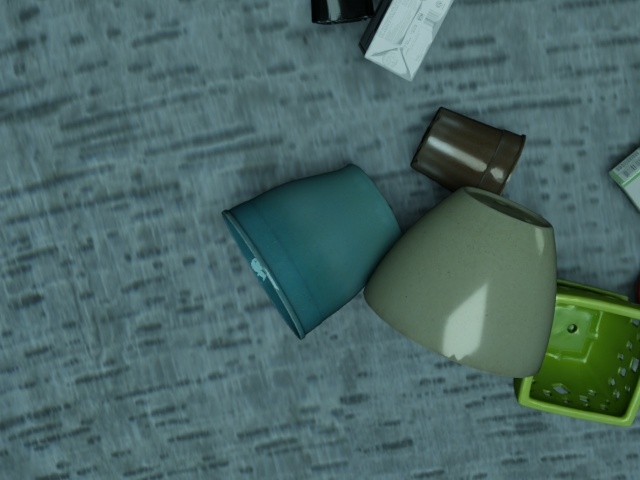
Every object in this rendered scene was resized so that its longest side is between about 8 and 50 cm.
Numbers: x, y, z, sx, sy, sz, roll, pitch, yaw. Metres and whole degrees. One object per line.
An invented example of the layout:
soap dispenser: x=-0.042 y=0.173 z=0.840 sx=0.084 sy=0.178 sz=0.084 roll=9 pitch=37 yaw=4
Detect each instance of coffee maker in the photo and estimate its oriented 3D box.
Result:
coffee maker: x=0.026 y=-0.465 z=1.714 sx=0.120 sy=0.171 sz=0.178 roll=-5 pitch=104 yaw=10

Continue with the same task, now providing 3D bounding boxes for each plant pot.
plant pot: x=0.263 y=-0.153 z=1.816 sx=0.165 sy=0.167 sz=0.166 roll=26 pitch=103 yaw=1
plant pot: x=0.000 y=0.000 z=1.802 sx=0.255 sy=0.272 sz=0.271 roll=-31 pitch=104 yaw=-7
plant pot: x=0.487 y=0.194 z=1.880 sx=0.228 sy=0.207 sz=0.227 roll=13 pitch=104 yaw=-4

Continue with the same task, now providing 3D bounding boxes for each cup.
cup: x=0.270 y=0.048 z=1.691 sx=0.331 sy=0.331 sz=0.236 roll=21 pitch=105 yaw=-7

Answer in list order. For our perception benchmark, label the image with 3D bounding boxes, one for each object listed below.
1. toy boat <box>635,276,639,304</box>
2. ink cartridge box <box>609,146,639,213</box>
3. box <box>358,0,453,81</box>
toy boat: x=0.714 y=0.089 z=1.875 sx=0.231 sy=0.151 sz=0.151 roll=-32 pitch=87 yaw=6
ink cartridge box: x=0.678 y=-0.103 z=1.887 sx=0.171 sy=0.056 sz=0.235 roll=-41 pitch=126 yaw=9
box: x=0.141 y=-0.374 z=1.681 sx=0.087 sy=0.290 sz=0.169 roll=26 pitch=105 yaw=-6
